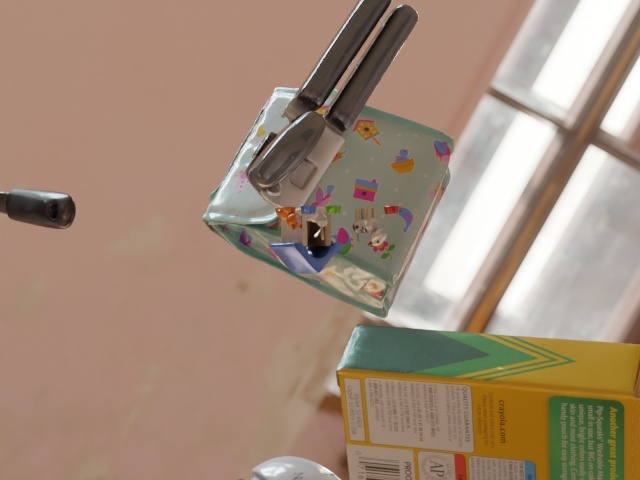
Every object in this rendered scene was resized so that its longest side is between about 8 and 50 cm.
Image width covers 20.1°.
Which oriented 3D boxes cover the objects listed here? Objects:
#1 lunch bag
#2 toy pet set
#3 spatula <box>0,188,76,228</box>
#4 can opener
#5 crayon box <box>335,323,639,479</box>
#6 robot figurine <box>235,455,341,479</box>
[{"bbox_3d":[0.009,-0.062,2.262,0.262,0.223,0.160,24,-21,8],"label":"lunch bag"},{"bbox_3d":[0.000,0.000,1.776,0.122,0.065,0.114,0,-2,-39],"label":"toy pet set"},{"bbox_3d":[-0.284,-0.034,1.557,0.030,0.084,0.296,5,1,-39],"label":"spatula"},{"bbox_3d":[0.017,-0.152,1.922,0.074,0.280,0.093,37,-20,-12],"label":"can opener"},{"bbox_3d":[0.187,0.191,1.673,0.323,0.203,0.083,4,33,15],"label":"crayon box"},{"bbox_3d":[-0.077,0.347,1.876,0.173,0.278,0.209,52,-13,-4],"label":"robot figurine"}]
